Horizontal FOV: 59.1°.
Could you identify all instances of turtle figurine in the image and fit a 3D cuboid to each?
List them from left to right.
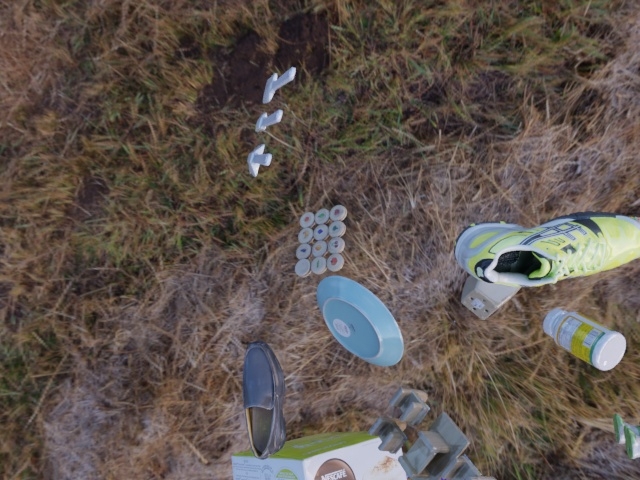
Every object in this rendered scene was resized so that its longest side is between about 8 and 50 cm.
[{"bbox_3d":[0.824,0.403,1.281,0.266,0.198,0.275,-6,124,12],"label":"turtle figurine"}]

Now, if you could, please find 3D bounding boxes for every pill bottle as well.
[{"bbox_3d":[0.753,0.276,1.629,0.118,0.117,0.208,-57,32,1],"label":"pill bottle"}]

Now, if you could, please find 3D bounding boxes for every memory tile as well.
[{"bbox_3d":[0.000,0.000,1.160,0.113,0.012,0.148,-11,62,29],"label":"memory tile"}]

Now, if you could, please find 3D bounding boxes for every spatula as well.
[{"bbox_3d":[-0.079,-0.179,0.870,0.019,0.242,0.168,15,95,-17],"label":"spatula"}]

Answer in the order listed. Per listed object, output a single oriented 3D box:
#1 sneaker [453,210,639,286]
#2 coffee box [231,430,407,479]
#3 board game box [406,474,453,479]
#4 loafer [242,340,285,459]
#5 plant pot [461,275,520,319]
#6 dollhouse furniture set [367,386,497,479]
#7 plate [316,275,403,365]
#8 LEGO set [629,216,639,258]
[{"bbox_3d":[0.473,0.036,1.134,0.384,0.147,0.145,-8,115,1],"label":"sneaker"},{"bbox_3d":[0.005,0.706,1.498,0.338,0.337,0.335,-22,72,48],"label":"coffee box"},{"bbox_3d":[0.332,0.829,1.752,0.233,0.347,0.078,11,101,29],"label":"board game box"},{"bbox_3d":[-0.085,0.235,0.833,0.062,0.061,0.170,-11,87,11],"label":"loafer"},{"bbox_3d":[0.421,0.135,1.431,0.109,0.109,0.096,40,51,8],"label":"plant pot"},{"bbox_3d":[0.197,0.440,1.059,0.242,0.160,0.212,-57,41,14],"label":"dollhouse furniture set"},{"bbox_3d":[0.058,0.144,0.956,0.188,0.188,0.024,41,55,15],"label":"plate"},{"bbox_3d":[0.766,0.001,1.266,0.287,0.132,0.107,36,98,-17],"label":"LEGO set"}]
